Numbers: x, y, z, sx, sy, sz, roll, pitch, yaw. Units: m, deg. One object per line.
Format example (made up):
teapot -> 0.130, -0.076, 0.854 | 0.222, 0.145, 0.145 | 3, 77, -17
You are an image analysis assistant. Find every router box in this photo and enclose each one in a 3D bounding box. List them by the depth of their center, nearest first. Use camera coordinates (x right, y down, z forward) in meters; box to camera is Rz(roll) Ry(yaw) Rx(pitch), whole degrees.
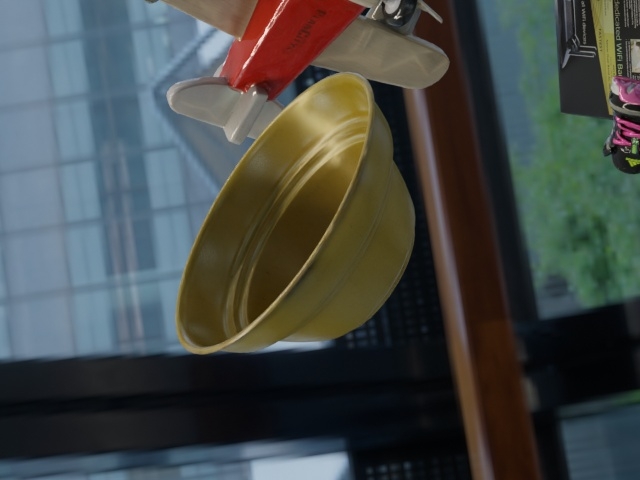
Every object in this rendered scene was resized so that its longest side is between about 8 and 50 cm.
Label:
router box -> 0.366, -0.295, 1.775 | 0.243, 0.081, 0.308 | -157, 60, -66

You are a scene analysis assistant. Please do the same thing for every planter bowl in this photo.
planter bowl -> 0.000, 0.000, 1.028 | 0.090, 0.217, 0.217 | 31, -152, -23

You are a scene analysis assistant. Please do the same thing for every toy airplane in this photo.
toy airplane -> -0.044, -0.305, 1.942 | 0.386, 0.385, 0.272 | 66, -165, -54

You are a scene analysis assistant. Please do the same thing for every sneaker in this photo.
sneaker -> 0.275, -0.094, 1.295 | 0.170, 0.063, 0.074 | 12, -85, -74
